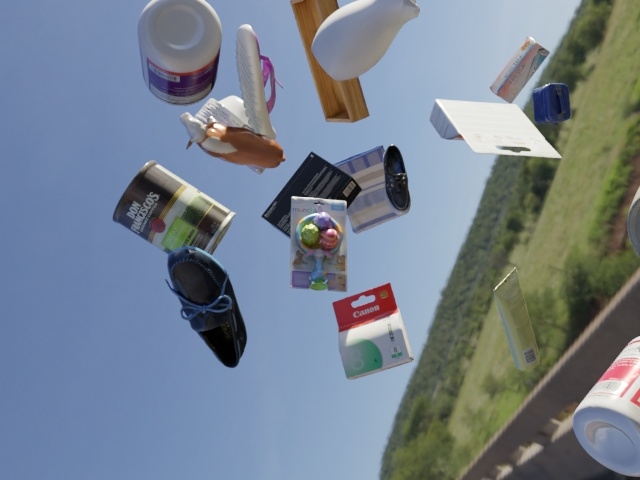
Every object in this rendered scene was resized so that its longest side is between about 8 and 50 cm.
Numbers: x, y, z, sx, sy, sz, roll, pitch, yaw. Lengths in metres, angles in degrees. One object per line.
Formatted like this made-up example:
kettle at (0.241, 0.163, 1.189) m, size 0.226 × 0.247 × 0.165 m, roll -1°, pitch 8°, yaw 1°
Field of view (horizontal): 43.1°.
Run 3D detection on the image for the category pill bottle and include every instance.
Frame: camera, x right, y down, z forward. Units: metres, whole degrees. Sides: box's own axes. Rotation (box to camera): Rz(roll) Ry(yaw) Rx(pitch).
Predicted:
pill bottle at (-0.324, -0.424, 1.871) m, size 0.323 × 0.181 × 0.182 m, roll 135°, pitch 159°, yaw -76°
pill bottle at (0.848, 0.391, 2.086) m, size 0.407 × 0.229 × 0.229 m, roll -38°, pitch -30°, yaw -31°

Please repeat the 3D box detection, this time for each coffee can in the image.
coffee can at (-0.402, -0.065, 2.241) m, size 0.202 × 0.275 × 0.201 m, roll -57°, pitch 3°, yaw 4°

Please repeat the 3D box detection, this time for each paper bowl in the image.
paper bowl at (-0.257, -0.354, 2.615) m, size 0.148 × 0.284 × 0.284 m, roll -49°, pitch -16°, yaw -2°

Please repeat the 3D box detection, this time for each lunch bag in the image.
lunch bag at (0.540, -0.314, 1.883) m, size 0.065 × 0.067 × 0.099 m, roll 169°, pitch 96°, yaw -70°

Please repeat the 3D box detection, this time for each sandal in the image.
sandal at (-0.160, -0.421, 2.282) m, size 0.102 × 0.169 × 0.416 m, roll -20°, pitch -48°, yaw -16°

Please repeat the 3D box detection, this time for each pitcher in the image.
pitcher at (0.093, -0.403, 1.548) m, size 0.207 × 0.125 × 0.178 m, roll -37°, pitch 1°, yaw 19°

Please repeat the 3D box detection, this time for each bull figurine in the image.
bull figurine at (-0.245, -0.266, 2.163) m, size 0.101 × 0.310 × 0.188 m, roll -65°, pitch 28°, yaw 14°

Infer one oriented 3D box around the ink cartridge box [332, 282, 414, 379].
ink cartridge box at (0.131, 0.239, 2.158) m, size 0.056 × 0.181 × 0.225 m, roll 33°, pitch -141°, yaw -67°

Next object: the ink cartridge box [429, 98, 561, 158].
ink cartridge box at (0.341, -0.205, 1.610) m, size 0.232 × 0.189 × 0.066 m, roll -106°, pitch 23°, yaw -49°

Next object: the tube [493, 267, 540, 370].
tube at (0.443, 0.183, 1.832) m, size 0.070 × 0.062 × 0.240 m, roll -87°, pitch -22°, yaw -61°

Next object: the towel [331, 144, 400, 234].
towel at (0.167, -0.172, 2.811) m, size 0.034 × 0.209 × 0.285 m, roll -106°, pitch -6°, yaw -61°

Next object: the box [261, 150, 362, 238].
box at (-0.027, -0.117, 2.506) m, size 0.261 × 0.184 × 0.103 m, roll -52°, pitch -30°, yaw -3°

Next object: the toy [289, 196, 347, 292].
toy at (0.000, 0.000, 1.900) m, size 0.056 × 0.136 × 0.237 m, roll 118°, pitch 155°, yaw -66°

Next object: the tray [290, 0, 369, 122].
tray at (0.031, -0.584, 2.590) m, size 0.076 × 0.203 × 0.411 m, roll -24°, pitch -73°, yaw -20°

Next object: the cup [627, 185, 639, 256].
cup at (0.758, -0.048, 1.617) m, size 0.237 × 0.331 × 0.331 m, roll -18°, pitch -43°, yaw -26°

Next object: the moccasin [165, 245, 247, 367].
moccasin at (-0.240, 0.157, 1.843) m, size 0.117 × 0.137 × 0.342 m, roll -99°, pitch -16°, yaw -49°

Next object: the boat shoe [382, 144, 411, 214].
boat shoe at (0.238, -0.194, 2.517) m, size 0.076 × 0.080 × 0.229 m, roll 88°, pitch 179°, yaw -68°

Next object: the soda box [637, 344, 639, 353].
soda box at (0.855, 0.225, 1.891) m, size 0.216 × 0.074 × 0.069 m, roll -47°, pitch 28°, yaw 30°

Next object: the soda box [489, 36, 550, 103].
soda box at (0.571, -0.488, 2.328) m, size 0.183 × 0.063 × 0.058 m, roll -54°, pitch 30°, yaw 21°
